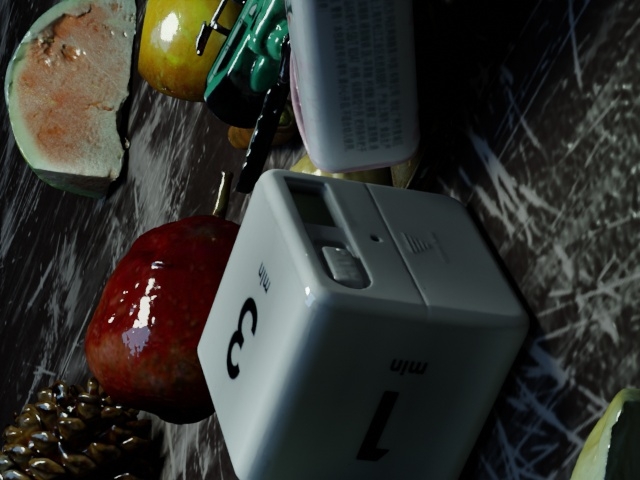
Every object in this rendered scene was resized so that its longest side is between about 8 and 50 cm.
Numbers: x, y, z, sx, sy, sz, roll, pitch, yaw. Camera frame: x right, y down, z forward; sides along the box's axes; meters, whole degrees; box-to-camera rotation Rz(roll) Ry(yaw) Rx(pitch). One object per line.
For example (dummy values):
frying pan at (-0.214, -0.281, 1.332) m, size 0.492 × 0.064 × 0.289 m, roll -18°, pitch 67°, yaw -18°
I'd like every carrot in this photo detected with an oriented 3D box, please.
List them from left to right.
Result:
carrot at (-0.064, -0.126, 1.909) m, size 0.161 × 0.055 × 0.055 m, roll 169°, pitch 107°, yaw -74°

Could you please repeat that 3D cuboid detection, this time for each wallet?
wallet at (0.083, -0.150, 1.579) m, size 0.122 × 0.031 × 0.232 m, roll 119°, pitch 152°, yaw -49°

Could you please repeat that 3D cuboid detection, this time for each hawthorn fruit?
hawthorn fruit at (-0.120, 0.059, 1.800) m, size 0.230 × 0.210 × 0.266 m, roll 132°, pitch 156°, yaw -75°

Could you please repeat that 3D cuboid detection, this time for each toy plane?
toy plane at (-0.018, -0.239, 1.695) m, size 0.381 × 0.106 × 0.155 m, roll -59°, pitch 23°, yaw 15°

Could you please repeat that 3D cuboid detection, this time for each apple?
apple at (-0.132, -0.236, 1.978) m, size 0.163 × 0.146 × 0.147 m, roll -92°, pitch 7°, yaw -75°

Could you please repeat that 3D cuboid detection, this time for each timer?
timer at (0.029, 0.079, 1.416) m, size 0.192 × 0.194 × 0.195 m, roll -114°, pitch 38°, yaw -52°

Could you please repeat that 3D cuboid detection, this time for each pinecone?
pinecone at (-0.317, 0.302, 2.177) m, size 0.224 × 0.224 × 0.272 m, roll -27°, pitch 39°, yaw 64°

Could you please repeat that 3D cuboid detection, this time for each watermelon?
watermelon at (-0.349, -0.225, 2.539) m, size 0.180 × 0.224 × 0.305 m, roll -1°, pitch 75°, yaw 23°

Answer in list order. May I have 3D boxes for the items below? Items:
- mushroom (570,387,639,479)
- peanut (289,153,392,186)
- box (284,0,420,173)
mushroom at (0.174, 0.264, 1.152) m, size 0.107 × 0.087 × 0.333 m, roll -128°, pitch 52°, yaw -62°
peanut at (0.000, 0.000, 1.632) m, size 0.098 × 0.103 × 0.229 m, roll -22°, pitch -48°, yaw -64°
box at (0.013, -0.246, 1.400) m, size 0.369 × 0.112 × 0.190 m, roll 81°, pitch 177°, yaw -47°
